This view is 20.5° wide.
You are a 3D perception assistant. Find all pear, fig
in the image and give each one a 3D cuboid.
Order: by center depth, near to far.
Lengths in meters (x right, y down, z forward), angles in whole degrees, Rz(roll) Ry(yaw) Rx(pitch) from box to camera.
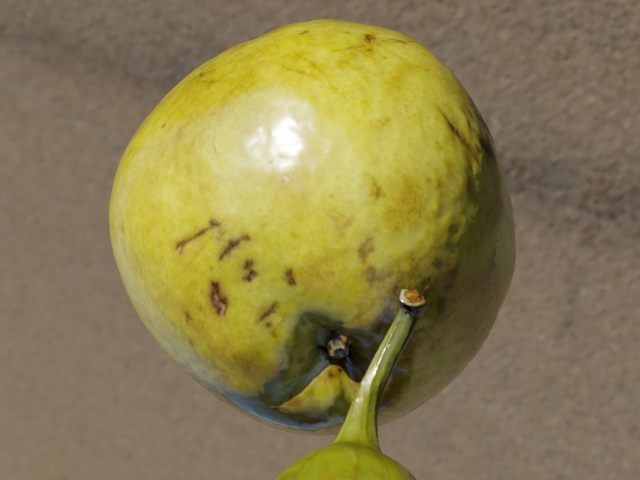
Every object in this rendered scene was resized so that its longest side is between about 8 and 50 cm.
[{"bbox_3d":[0.022,0.132,1.025,0.124,0.236,0.124,7,147,5],"label":"fig"},{"bbox_3d":[0.000,0.000,1.312,0.304,0.304,0.304,41,148,33],"label":"pear"}]
